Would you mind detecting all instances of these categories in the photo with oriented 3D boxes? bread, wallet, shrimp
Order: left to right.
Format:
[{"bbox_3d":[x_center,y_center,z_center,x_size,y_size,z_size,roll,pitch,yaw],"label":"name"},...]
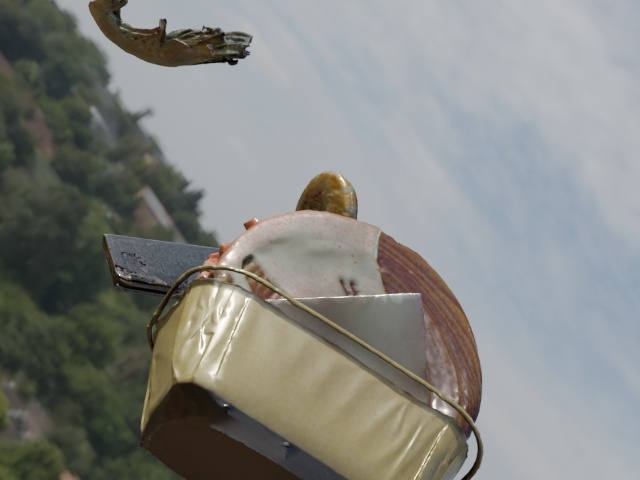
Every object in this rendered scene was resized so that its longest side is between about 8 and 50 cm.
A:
[{"bbox_3d":[-0.185,-0.260,1.770,0.219,0.046,0.152,9,-26,33],"label":"shrimp"},{"bbox_3d":[-0.146,0.039,1.780,0.232,0.031,0.122,10,26,-23],"label":"wallet"},{"bbox_3d":[-0.006,0.000,1.648,0.095,0.162,0.045,22,14,33],"label":"shrimp"},{"bbox_3d":[0.004,0.083,0.939,0.224,0.212,0.142,33,-45,-3],"label":"bread"}]
